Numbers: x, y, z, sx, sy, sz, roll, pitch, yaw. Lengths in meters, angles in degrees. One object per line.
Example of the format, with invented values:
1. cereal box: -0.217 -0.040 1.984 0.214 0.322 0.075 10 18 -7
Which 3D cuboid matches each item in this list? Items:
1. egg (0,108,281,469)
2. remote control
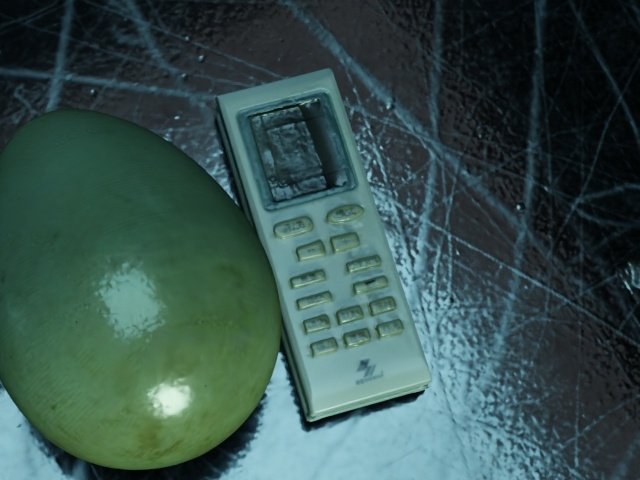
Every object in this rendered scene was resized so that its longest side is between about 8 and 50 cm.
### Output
1. egg: -0.151 0.029 1.204 0.218 0.218 0.295 -21 67 -10
2. remote control: 0.000 0.000 1.305 0.103 0.055 0.277 -15 76 -9
